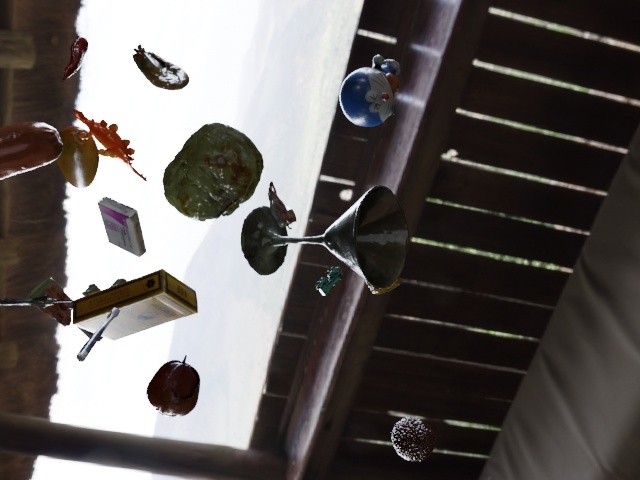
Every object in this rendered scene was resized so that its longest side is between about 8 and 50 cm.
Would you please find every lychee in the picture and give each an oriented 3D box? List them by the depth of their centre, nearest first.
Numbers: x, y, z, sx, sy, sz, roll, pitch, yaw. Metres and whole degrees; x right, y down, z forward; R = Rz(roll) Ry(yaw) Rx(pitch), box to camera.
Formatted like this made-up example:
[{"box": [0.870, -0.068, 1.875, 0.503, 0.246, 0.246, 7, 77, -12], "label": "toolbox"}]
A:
[{"box": [0.265, 0.557, 1.595, 0.129, 0.123, 0.123, -14, 62, 45], "label": "lychee"}]

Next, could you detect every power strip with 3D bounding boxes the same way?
[{"box": [-0.707, 0.203, 1.842, 0.061, 0.145, 0.215, -9, 36, 39], "label": "power strip"}]

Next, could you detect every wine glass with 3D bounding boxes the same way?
[{"box": [0.000, 0.000, 1.531, 0.406, 0.267, 0.266, -3, 72, 36], "label": "wine glass"}]

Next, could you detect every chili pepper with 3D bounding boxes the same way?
[{"box": [-0.559, -0.416, 1.300, 0.045, 0.027, 0.178, 109, 166, -46], "label": "chili pepper"}, {"box": [-0.115, -0.090, 1.530, 0.050, 0.041, 0.153, -38, 72, 36], "label": "chili pepper"}]

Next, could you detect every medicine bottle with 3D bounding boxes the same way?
[{"box": [-0.723, -0.049, 2.089, 0.052, 0.171, 0.201, -47, -28, -41], "label": "medicine bottle"}]

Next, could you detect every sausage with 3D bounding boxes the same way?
[{"box": [-0.725, -0.198, 1.294, 0.113, 0.259, 0.113, 46, 151, 35], "label": "sausage"}]

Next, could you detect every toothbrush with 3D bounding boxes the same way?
[{"box": [-0.521, 0.217, 1.336, 0.026, 0.024, 0.288, -41, 14, 6], "label": "toothbrush"}]

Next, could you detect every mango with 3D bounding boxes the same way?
[{"box": [-0.756, -0.256, 1.765, 0.113, 0.139, 0.253, -61, -2, -40], "label": "mango"}]

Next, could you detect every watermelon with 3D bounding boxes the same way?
[{"box": [-0.814, 0.180, 1.726, 0.098, 0.158, 0.121, -45, -10, -13], "label": "watermelon"}]

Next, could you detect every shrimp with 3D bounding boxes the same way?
[{"box": [-0.446, -0.478, 1.580, 0.217, 0.115, 0.051, 44, 131, 23], "label": "shrimp"}]

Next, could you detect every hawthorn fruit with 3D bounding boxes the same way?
[{"box": [-0.399, 0.400, 1.575, 0.148, 0.148, 0.171, 148, 145, -78], "label": "hawthorn fruit"}]

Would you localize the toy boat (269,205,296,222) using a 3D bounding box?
[{"box": [-0.135, -0.087, 2.057, 0.206, 0.065, 0.072, -159, 55, -67], "label": "toy boat"}]

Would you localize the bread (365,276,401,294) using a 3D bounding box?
[{"box": [0.186, 0.076, 1.933, 0.083, 0.114, 0.210, 90, 156, -82], "label": "bread"}]

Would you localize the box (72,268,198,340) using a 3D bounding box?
[{"box": [-0.543, 0.196, 1.682, 0.193, 0.302, 0.083, 52, -159, -60], "label": "box"}]

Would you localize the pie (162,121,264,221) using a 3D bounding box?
[{"box": [-0.246, -0.149, 1.326, 0.248, 0.201, 0.090, -48, 18, 14], "label": "pie"}]

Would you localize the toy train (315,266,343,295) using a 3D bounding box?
[{"box": [0.027, 0.112, 1.602, 0.092, 0.045, 0.029, -41, 11, -21], "label": "toy train"}]

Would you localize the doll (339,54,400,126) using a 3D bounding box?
[{"box": [0.162, -0.423, 1.638, 0.257, 0.161, 0.215, -50, -40, -45], "label": "doll"}]

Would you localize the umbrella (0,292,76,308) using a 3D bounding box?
[{"box": [-0.804, 0.159, 1.543, 0.044, 0.269, 0.044, -111, 28, -63], "label": "umbrella"}]

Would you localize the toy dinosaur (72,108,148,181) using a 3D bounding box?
[{"box": [-0.590, -0.273, 1.639, 0.117, 0.288, 0.070, -11, 40, 46], "label": "toy dinosaur"}]
